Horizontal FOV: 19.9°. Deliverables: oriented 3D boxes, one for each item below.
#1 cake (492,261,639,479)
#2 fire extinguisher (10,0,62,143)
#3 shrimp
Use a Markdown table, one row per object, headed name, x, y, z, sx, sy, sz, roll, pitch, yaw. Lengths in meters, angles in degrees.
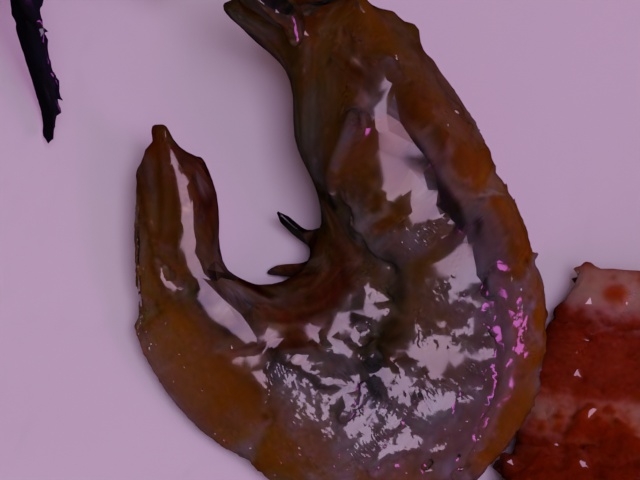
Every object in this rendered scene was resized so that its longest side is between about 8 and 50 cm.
| name | x | y | z | sx | sy | sz | roll | pitch | yaw |
| --- | --- | --- | --- | --- | --- | --- | --- | --- | --- |
| cake | 0.203 | 0.103 | 0.638 | 0.262 | 0.159 | 0.158 | 11 | 78 | 21 |
| fire extinguisher | -0.197 | -0.038 | 0.523 | 0.344 | 0.102 | 0.138 | -29 | 124 | -18 |
| shrimp | 0.002 | -0.001 | 0.591 | 0.132 | 0.052 | 0.187 | -22 | 92 | -18 |
